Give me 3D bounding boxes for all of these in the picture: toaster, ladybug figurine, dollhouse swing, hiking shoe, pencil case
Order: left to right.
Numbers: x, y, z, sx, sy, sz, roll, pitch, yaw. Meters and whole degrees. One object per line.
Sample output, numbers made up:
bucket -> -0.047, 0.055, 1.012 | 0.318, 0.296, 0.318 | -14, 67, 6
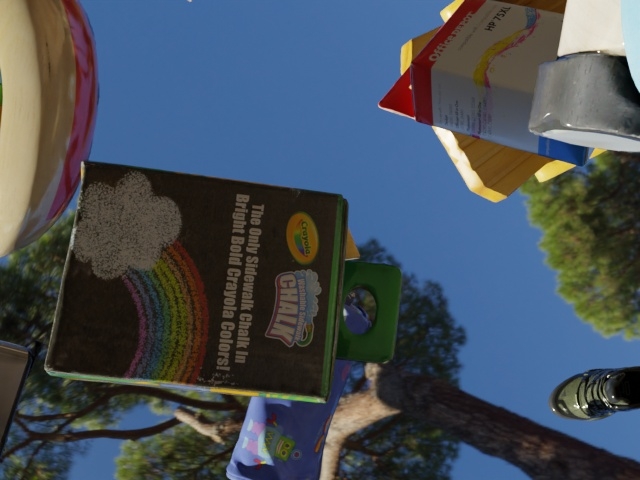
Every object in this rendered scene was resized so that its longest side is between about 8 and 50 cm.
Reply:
toaster -> -0.480, 0.202, 1.049 | 0.110, 0.168, 0.185 | 28, -111, -41
ladybug figurine -> -0.427, -0.190, 1.098 | 0.162, 0.305, 0.449 | -11, -55, -50
pencil case -> -0.024, 0.212, 1.103 | 0.133, 0.119, 0.306 | 18, -98, 15
dollhouse swing -> 0.360, -0.280, 1.253 | 0.347, 0.315, 0.305 | 59, -146, -3
hiking shoe -> 0.467, 0.238, 1.257 | 0.114, 0.227, 0.086 | 23, -126, -50

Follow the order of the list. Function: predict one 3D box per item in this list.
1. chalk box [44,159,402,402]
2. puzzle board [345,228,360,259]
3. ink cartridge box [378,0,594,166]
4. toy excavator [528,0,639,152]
chalk box -> -0.074, 0.052, 0.709 | 0.289, 0.179, 0.180 | 8, -102, -8
puzzle board -> 0.000, 0.000, 1.432 | 0.128, 0.011, 0.096 | -6, -122, -25
ink cartridge box -> 0.184, -0.173, 0.795 | 0.231, 0.078, 0.134 | 20, -125, 27
toy excavator -> 0.426, -0.130, 0.486 | 0.433, 0.445, 0.222 | 11, -87, -27
